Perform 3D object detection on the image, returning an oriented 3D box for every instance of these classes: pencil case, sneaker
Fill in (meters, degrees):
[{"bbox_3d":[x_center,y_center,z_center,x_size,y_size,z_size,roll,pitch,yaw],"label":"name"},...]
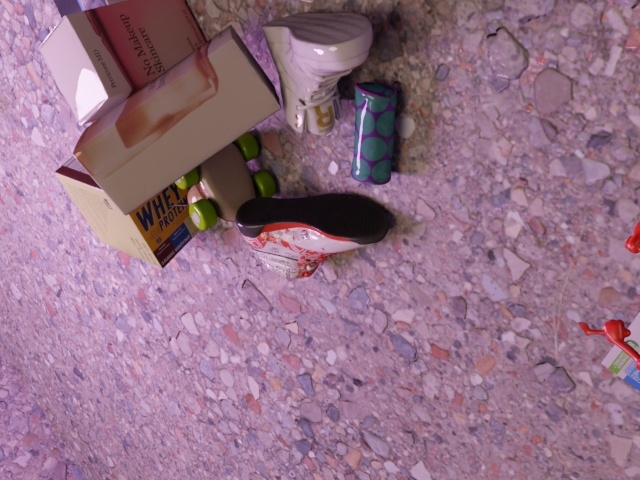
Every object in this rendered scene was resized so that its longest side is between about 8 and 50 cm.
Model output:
[{"bbox_3d":[0.079,-0.159,1.154,0.070,0.064,0.152,-105,14,-58],"label":"pencil case"},{"bbox_3d":[0.000,-0.001,1.316,0.270,0.090,0.145,3,144,23],"label":"sneaker"},{"bbox_3d":[0.009,-0.229,1.109,0.292,0.108,0.169,-137,30,-64],"label":"sneaker"}]

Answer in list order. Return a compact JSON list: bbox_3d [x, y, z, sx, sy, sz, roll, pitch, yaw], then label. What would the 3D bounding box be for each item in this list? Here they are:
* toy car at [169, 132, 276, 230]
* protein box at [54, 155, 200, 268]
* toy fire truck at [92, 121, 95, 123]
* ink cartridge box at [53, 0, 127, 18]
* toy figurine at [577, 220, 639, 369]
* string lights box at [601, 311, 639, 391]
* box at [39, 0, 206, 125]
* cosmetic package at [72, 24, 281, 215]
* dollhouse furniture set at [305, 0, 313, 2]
[{"bbox_3d":[-0.201,-0.098,1.408,0.188,0.155,0.149,-10,106,59],"label":"toy car"},{"bbox_3d":[-0.370,-0.082,1.533,0.201,0.136,0.200,19,146,36],"label":"protein box"},{"bbox_3d":[-0.387,-0.222,1.577,0.192,0.047,0.135,55,140,0],"label":"toy fire truck"},{"bbox_3d":[-0.427,-0.444,1.478,0.165,0.065,0.333,-17,101,47],"label":"ink cartridge box"},{"bbox_3d":[0.474,0.023,0.840,0.191,0.217,0.363,27,87,49],"label":"toy figurine"},{"bbox_3d":[0.493,0.171,0.938,0.259,0.076,0.133,38,133,22],"label":"string lights box"},{"bbox_3d":[-0.324,-0.314,1.325,0.126,0.232,0.149,-22,97,49],"label":"box"},{"bbox_3d":[-0.220,-0.189,1.212,0.129,0.296,0.153,54,-173,-23],"label":"cosmetic package"},{"bbox_3d":[-0.020,-0.388,1.103,0.091,0.081,0.114,24,128,33],"label":"dollhouse furniture set"}]
